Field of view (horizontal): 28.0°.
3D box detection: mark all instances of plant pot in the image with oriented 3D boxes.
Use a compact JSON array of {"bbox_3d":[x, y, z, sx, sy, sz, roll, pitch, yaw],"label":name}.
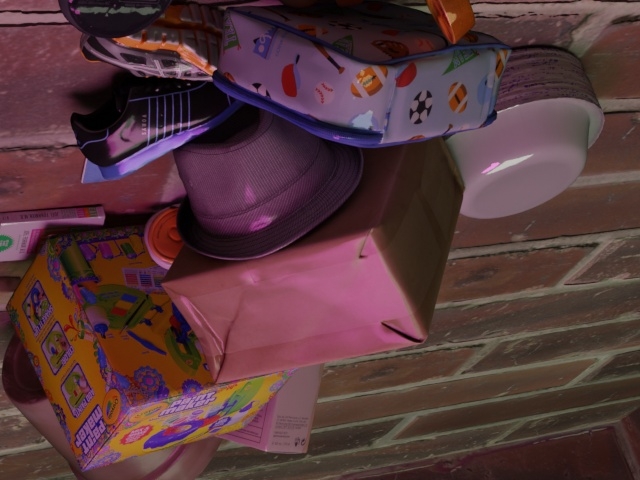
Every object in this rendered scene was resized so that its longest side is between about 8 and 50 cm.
[{"bbox_3d":[-0.346,0.229,2.067,0.323,0.323,0.280,-26,138,21],"label":"plant pot"}]

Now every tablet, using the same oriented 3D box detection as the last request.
[{"bbox_3d":[-0.282,-0.099,1.679,0.054,0.006,0.083,-8,155,-21],"label":"tablet"}]

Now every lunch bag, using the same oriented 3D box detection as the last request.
[{"bbox_3d":[0.046,-0.190,1.390,0.303,0.243,0.115,-11,119,-48],"label":"lunch bag"}]

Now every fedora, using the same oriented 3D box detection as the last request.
[{"bbox_3d":[-0.087,-0.100,1.554,0.244,0.275,0.124,-34,117,-5],"label":"fedora"}]

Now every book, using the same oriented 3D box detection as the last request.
[{"bbox_3d":[-0.379,-0.012,1.786,0.144,0.035,0.096,-5,151,-24],"label":"book"}]

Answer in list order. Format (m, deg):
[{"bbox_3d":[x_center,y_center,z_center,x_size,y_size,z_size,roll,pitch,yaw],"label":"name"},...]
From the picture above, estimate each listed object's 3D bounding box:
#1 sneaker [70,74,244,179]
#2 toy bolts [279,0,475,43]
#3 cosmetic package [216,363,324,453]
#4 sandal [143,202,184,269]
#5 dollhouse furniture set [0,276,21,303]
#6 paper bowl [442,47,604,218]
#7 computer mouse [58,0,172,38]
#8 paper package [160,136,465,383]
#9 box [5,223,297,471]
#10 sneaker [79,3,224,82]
[{"bbox_3d":[-0.182,-0.164,1.509,0.232,0.081,0.090,-33,125,0],"label":"sneaker"},{"bbox_3d":[0.026,-0.278,1.241,0.158,0.218,0.228,-27,147,2],"label":"toy bolts"},{"bbox_3d":[-0.081,0.160,1.989,0.160,0.309,0.113,11,177,37],"label":"cosmetic package"},{"bbox_3d":[-0.128,-0.032,1.842,0.265,0.102,0.076,-13,157,-33],"label":"sandal"},{"bbox_3d":[-0.484,0.079,1.820,0.182,0.101,0.161,1,151,-38],"label":"dollhouse furniture set"},{"bbox_3d":[0.260,-0.135,1.807,0.284,0.148,0.284,-15,156,-7],"label":"paper bowl"},{"bbox_3d":[-0.172,-0.309,1.206,0.188,0.072,0.272,0,140,-31],"label":"computer mouse"},{"bbox_3d":[0.000,0.000,1.632,0.309,0.325,0.168,-14,119,23],"label":"paper package"},{"bbox_3d":[-0.239,0.137,1.821,0.290,0.279,0.177,-8,148,-42],"label":"box"},{"bbox_3d":[-0.167,-0.213,1.415,0.215,0.084,0.083,15,145,-38],"label":"sneaker"}]
